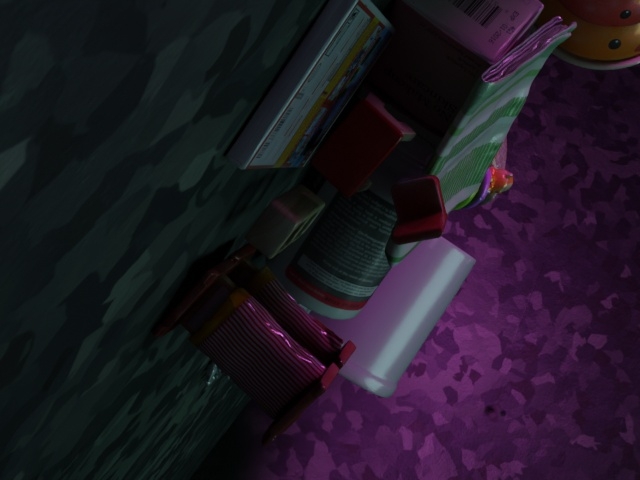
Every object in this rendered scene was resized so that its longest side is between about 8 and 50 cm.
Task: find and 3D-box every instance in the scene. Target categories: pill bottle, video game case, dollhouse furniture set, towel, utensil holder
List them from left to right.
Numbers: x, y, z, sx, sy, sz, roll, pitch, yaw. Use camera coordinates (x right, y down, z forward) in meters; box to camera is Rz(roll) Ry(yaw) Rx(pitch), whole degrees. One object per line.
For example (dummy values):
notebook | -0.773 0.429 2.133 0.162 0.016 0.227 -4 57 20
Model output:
video game case | 0.000 -0.165 1.065 0.204 0.025 0.285 -55 174 10
dollhouse furniture set | 0.000 0.034 1.171 0.374 0.201 0.152 -49 177 22
pill bottle | 0.066 -0.051 1.488 0.318 0.176 0.176 -56 174 22
utensil holder | 0.136 0.120 2.342 0.385 0.327 0.327 -57 174 4
towel | 0.199 -0.125 1.280 0.248 0.038 0.325 -39 163 -43

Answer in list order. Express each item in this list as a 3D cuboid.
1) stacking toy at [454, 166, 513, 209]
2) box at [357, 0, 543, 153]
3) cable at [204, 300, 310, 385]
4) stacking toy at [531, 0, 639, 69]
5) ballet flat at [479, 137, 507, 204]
stacking toy | 0.227 -0.112 1.711 0.302 0.166 0.175 6 153 -40
box | 0.161 -0.242 1.281 0.127 0.148 0.232 -50 172 -25
cable | -0.093 0.159 1.854 0.257 0.089 0.257 -46 170 -52
stacking toy | 0.557 -0.551 1.853 0.350 0.350 0.480 -54 167 -2
ballet flat | 0.286 -0.225 1.823 0.106 0.107 0.316 4 90 -56
